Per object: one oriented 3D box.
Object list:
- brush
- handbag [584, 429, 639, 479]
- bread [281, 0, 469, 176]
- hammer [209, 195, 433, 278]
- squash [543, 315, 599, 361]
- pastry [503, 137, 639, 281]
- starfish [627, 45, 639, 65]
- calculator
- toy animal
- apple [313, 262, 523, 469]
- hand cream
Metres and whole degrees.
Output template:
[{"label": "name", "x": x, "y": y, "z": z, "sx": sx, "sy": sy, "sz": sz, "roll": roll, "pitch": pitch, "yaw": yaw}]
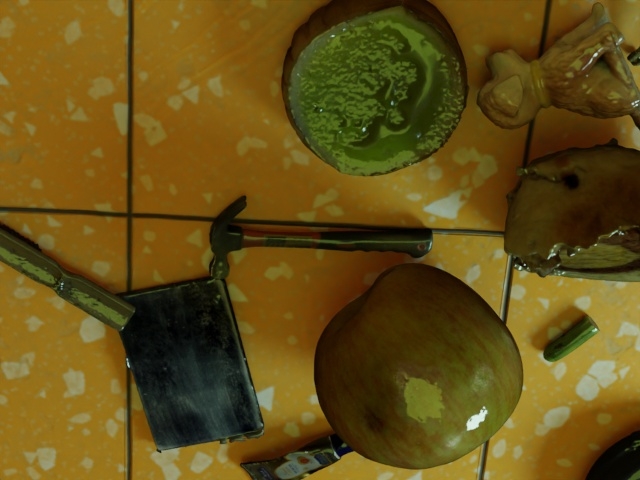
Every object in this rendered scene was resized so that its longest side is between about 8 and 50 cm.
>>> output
[{"label": "brush", "x": -0.350, "y": 0.037, "z": 1.827, "sx": 0.248, "sy": 0.036, "sz": 0.043, "roll": 32, "pitch": 114, "yaw": -16}, {"label": "handbag", "x": 0.518, "y": 0.379, "z": 1.993, "sx": 0.308, "sy": 0.093, "sz": 0.254, "roll": 15, "pitch": 117, "yaw": -8}, {"label": "bread", "x": 0.066, "y": -0.190, "z": 1.700, "sx": 0.236, "sy": 0.070, "sz": 0.236, "roll": 0, "pitch": 118, "yaw": 0}, {"label": "hammer", "x": 0.000, "y": 0.000, "z": 1.819, "sx": 0.287, "sy": 0.033, "sz": 0.111, "roll": 2, "pitch": 118, "yaw": -3}, {"label": "squash", "x": 0.334, "y": 0.136, "z": 1.899, "sx": 0.083, "sy": 0.027, "sz": 0.027, "roll": -40, "pitch": 111, "yaw": 17}, {"label": "pastry", "x": 0.351, "y": -0.036, "z": 1.728, "sx": 0.256, "sy": 0.237, "sz": 0.170, "roll": -6, "pitch": 79, "yaw": 10}, {"label": "starfish", "x": 0.425, "y": -0.281, "z": 1.663, "sx": 0.146, "sy": 0.074, "sz": 0.190, "roll": 37, "pitch": 113, "yaw": -24}, {"label": "calculator", "x": -0.178, "y": 0.168, "z": 1.909, "sx": 0.161, "sy": 0.021, "sz": 0.262, "roll": -9, "pitch": 117, "yaw": 4}, {"label": "toy animal", "x": 0.292, "y": -0.163, "z": 1.703, "sx": 0.185, "sy": 0.104, "sz": 0.184, "roll": -26, "pitch": 116, "yaw": 7}, {"label": "apple", "x": 0.115, "y": 0.154, "z": 1.785, "sx": 0.264, "sy": 0.264, "sz": 0.264, "roll": 0, "pitch": 118, "yaw": -1}, {"label": "hand cream", "x": -0.029, "y": 0.307, "z": 1.977, "sx": 0.163, "sy": 0.039, "sz": 0.062, "roll": -23, "pitch": 132, "yaw": 13}]
